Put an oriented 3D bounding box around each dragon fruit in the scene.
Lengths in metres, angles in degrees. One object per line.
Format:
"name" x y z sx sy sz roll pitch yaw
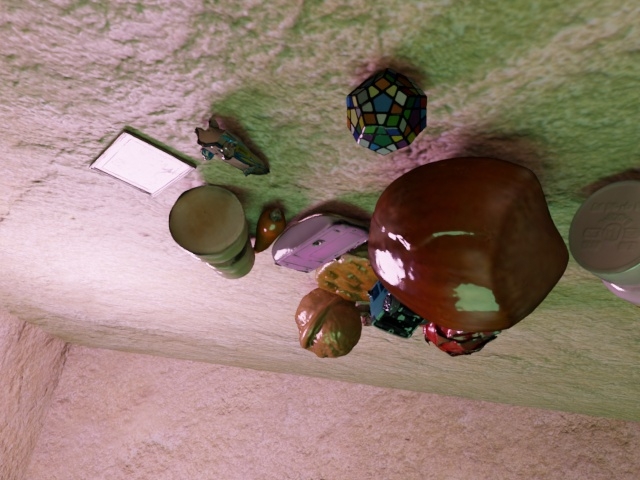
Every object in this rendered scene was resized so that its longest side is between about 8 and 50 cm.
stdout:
"dragon fruit" 0.407 0.239 1.581 0.192 0.193 0.274 -24 -153 -38

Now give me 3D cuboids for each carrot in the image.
"carrot" -0.142 -0.013 1.420 0.069 0.069 0.336 14 158 -10

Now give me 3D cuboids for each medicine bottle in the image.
"medicine bottle" 0.672 0.040 1.046 0.379 0.213 0.214 24 152 -27

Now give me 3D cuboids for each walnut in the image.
"walnut" 0.029 0.260 1.762 0.224 0.257 0.257 41 165 22

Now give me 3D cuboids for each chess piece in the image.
"chess piece" -0.251 0.006 1.390 0.183 0.182 0.330 7 161 6

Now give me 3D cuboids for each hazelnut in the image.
"hazelnut" 0.265 0.012 1.026 0.373 0.315 0.372 13 133 15

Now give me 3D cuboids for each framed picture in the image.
"framed picture" -0.409 -0.168 1.245 0.173 0.010 0.231 26 151 -31

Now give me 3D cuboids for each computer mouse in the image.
"computer mouse" 0.000 0.000 1.370 0.158 0.071 0.310 16 150 -31

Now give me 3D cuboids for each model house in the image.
"model house" 0.155 0.263 1.910 0.058 0.057 0.083 -7 153 23

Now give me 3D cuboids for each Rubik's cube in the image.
"Rubik's cube" 0.103 -0.202 0.856 0.133 0.133 0.112 3 -179 14

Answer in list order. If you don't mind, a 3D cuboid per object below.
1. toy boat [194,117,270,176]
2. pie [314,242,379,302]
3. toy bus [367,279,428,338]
"toy boat" -0.165 -0.171 1.093 0.084 0.066 0.210 9 170 32
"pie" 0.152 0.099 1.535 0.340 0.083 0.339 8 153 4
"toy bus" 0.229 0.104 1.324 0.128 0.147 0.256 24 121 -19
